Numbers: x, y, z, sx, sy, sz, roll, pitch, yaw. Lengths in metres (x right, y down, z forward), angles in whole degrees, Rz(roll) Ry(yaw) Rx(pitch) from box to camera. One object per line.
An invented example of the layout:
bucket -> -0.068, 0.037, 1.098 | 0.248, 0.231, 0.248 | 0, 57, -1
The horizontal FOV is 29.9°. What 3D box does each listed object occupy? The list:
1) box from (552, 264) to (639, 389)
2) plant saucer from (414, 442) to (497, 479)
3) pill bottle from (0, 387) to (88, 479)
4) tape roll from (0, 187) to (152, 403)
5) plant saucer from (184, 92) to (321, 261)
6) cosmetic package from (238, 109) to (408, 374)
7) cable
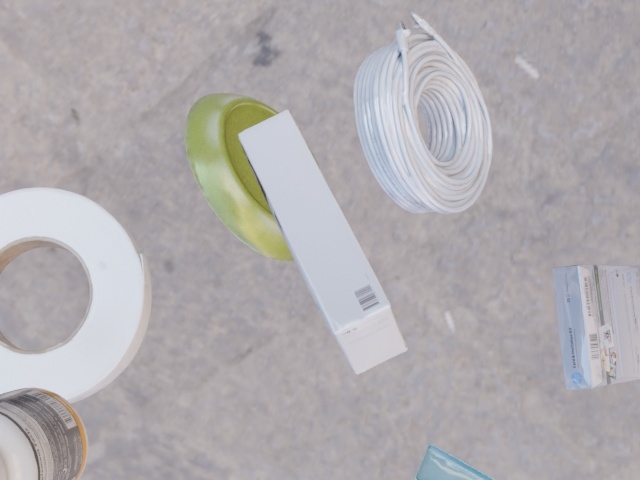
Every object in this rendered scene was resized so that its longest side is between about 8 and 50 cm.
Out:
box -> 0.344, 0.103, 1.460 | 0.038, 0.186, 0.145 | -9, 84, 36
plant saucer -> 0.241, 0.401, 1.940 | 0.192, 0.067, 0.018 | 31, 156, -11
pill bottle -> -0.413, 0.282, 1.519 | 0.162, 0.278, 0.162 | 0, 92, 10
tape roll -> -0.490, 0.099, 2.103 | 0.392, 0.392, 0.072 | 13, 170, 7
plant saucer -> -0.068, -0.089, 1.506 | 0.037, 0.241, 0.241 | -32, 111, 33
cosmetic package -> 0.000, 0.000, 1.122 | 0.060, 0.239, 0.099 | -27, 148, 1
cable -> 0.148, -0.163, 1.710 | 0.089, 0.257, 0.257 | -9, 150, 39
